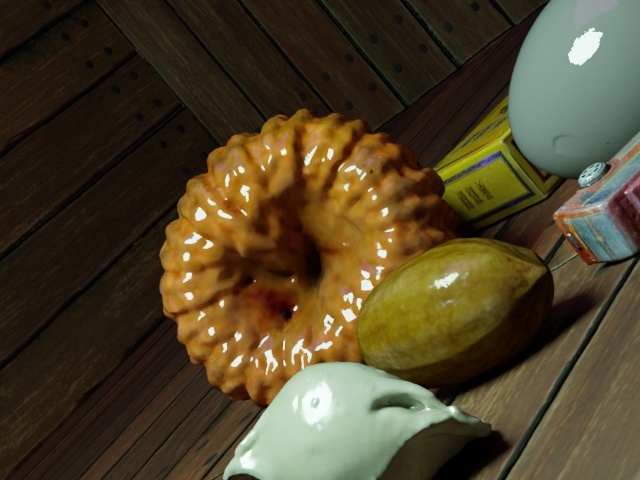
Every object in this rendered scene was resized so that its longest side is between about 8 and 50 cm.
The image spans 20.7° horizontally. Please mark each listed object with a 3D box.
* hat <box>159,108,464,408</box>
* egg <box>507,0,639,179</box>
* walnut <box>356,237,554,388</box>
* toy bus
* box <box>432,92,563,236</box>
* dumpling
[{"bbox_3d":[0.000,0.000,1.728,0.285,0.285,0.400,-39,2,9],"label":"hat"},{"bbox_3d":[0.265,-0.150,1.549,0.232,0.176,0.176,-47,2,32],"label":"egg"},{"bbox_3d":[0.107,0.055,1.360,0.207,0.116,0.116,-33,10,49],"label":"walnut"},{"bbox_3d":[0.273,-0.061,1.387,0.192,0.065,0.077,-43,14,-20],"label":"toy bus"},{"bbox_3d":[0.258,-0.139,1.944,0.301,0.084,0.193,-44,7,-29],"label":"box"},{"bbox_3d":[0.036,0.145,1.225,0.155,0.181,0.111,20,-96,-64],"label":"dumpling"}]
